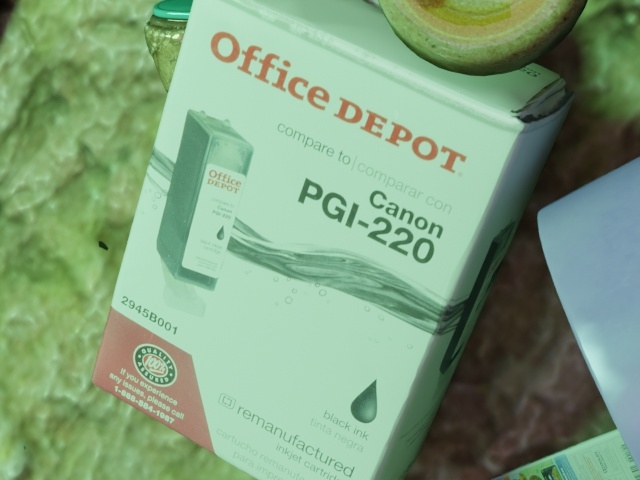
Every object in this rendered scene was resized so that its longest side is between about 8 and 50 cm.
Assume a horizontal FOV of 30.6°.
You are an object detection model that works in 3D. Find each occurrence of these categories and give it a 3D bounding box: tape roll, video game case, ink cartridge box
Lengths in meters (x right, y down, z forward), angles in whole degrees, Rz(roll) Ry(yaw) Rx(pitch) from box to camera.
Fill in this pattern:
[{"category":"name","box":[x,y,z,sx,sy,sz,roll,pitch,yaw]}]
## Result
[{"category":"tape roll","box":[0.166,0.052,0.466,0.080,0.189,0.189,-28,78,18]},{"category":"video game case","box":[0.128,0.137,0.533,0.122,0.011,0.087,-41,71,54]},{"category":"ink cartridge box","box":[0.000,0.000,0.547,0.158,0.092,0.218,27,114,15]}]

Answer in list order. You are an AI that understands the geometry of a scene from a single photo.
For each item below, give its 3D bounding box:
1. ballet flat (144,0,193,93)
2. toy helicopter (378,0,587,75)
[{"category":"ballet flat","box":[0.006,-0.092,0.609,0.206,0.073,0.067,6,117,24]},{"category":"toy helicopter","box":[0.112,-0.229,0.416,0.235,0.140,0.355,16,95,6]}]
